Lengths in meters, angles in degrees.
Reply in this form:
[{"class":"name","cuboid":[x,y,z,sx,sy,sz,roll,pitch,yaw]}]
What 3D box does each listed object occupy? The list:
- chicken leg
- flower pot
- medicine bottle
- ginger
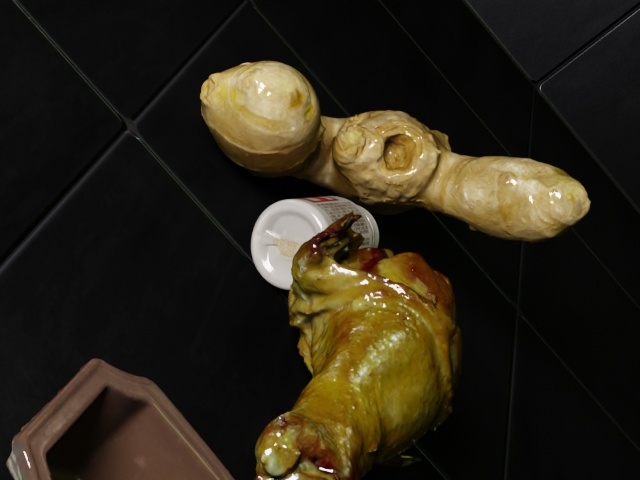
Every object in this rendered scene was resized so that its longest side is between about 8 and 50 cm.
[{"class":"chicken leg","cuboid":[0.029,0.088,1.111,0.361,0.140,0.212,-25,97,-72]},{"class":"flower pot","cuboid":[-0.090,0.199,0.797,0.251,0.084,0.179,51,19,-6]},{"class":"medicine bottle","cuboid":[0.000,0.000,1.306,0.079,0.079,0.140,56,22,10]},{"class":"ginger","cuboid":[0.038,-0.079,1.425,0.363,0.122,0.348,9,-2,-14]}]
